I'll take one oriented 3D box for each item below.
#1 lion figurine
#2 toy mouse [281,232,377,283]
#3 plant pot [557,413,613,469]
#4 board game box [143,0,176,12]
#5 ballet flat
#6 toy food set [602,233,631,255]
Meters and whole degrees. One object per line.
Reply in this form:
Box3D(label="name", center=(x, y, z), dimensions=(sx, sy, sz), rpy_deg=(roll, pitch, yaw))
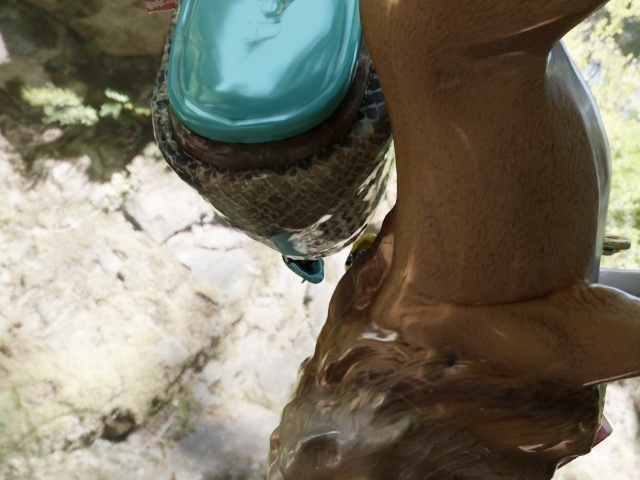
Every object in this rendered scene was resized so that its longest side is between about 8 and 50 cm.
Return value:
Box3D(label="lion figurine", center=(0.082, -0.031, 0.353), dimensions=(0.240, 0.142, 0.392), rpy_deg=(-4, -76, 4))
Box3D(label="toy mouse", center=(0.000, 0.000, 0.901), dimensions=(0.143, 0.161, 0.031), rpy_deg=(18, -31, -4))
Box3D(label="plant pot", center=(0.279, 0.239, 1.115), dimensions=(0.174, 0.191, 0.191), rpy_deg=(61, -27, 19))
Box3D(label="board game box", center=(-0.122, -0.413, 1.218), dimensions=(0.145, 0.281, 0.027), rpy_deg=(19, -45, 59))
Box3D(label="ballet flat", center=(0.002, -0.213, 0.505), dimensions=(0.164, 0.483, 0.182), rpy_deg=(1, -22, 13))
Box3D(label="toy food set", center=(0.278, -0.004, 0.845), dimensions=(0.083, 0.082, 0.020), rpy_deg=(32, -67, 49))
